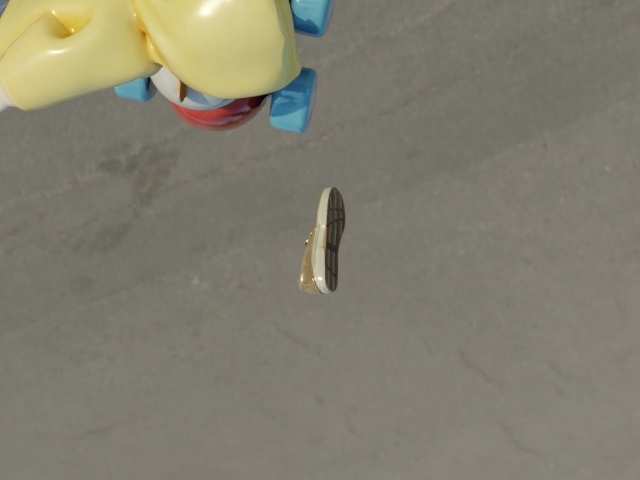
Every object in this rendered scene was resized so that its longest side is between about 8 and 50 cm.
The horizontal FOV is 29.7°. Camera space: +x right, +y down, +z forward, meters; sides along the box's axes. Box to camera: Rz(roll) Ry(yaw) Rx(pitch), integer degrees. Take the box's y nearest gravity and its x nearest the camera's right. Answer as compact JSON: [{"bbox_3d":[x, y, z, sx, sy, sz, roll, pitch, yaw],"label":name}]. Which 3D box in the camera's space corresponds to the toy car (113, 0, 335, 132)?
[{"bbox_3d":[-0.112,-0.214,1.243,0.219,0.210,0.238,12,-172,3],"label":"toy car"}]

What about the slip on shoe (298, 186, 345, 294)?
[{"bbox_3d":[0.000,0.000,1.436,0.041,0.135,0.051,-7,159,29],"label":"slip on shoe"}]

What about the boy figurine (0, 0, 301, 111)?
[{"bbox_3d":[-0.130,-0.138,0.741,0.285,0.177,0.092,2,133,31],"label":"boy figurine"}]
